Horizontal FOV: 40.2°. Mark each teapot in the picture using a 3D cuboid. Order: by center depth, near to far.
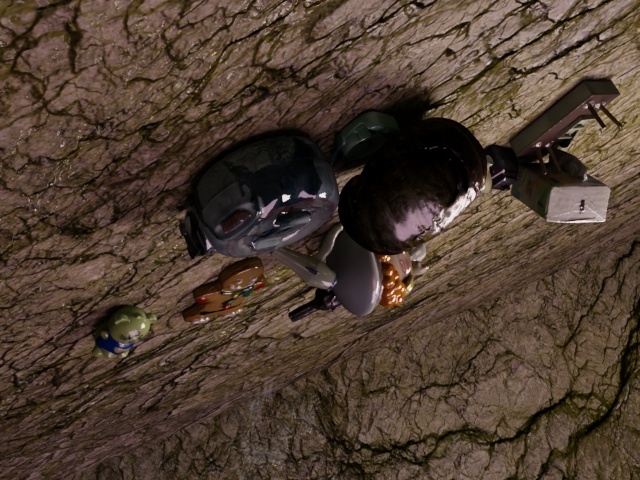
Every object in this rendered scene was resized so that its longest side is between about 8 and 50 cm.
[{"bbox_3d":[0.423,-0.161,2.080,0.087,0.096,0.177,-35,160,29],"label":"teapot"}]

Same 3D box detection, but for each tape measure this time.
[{"bbox_3d":[-0.097,-0.067,1.573,0.256,0.147,0.275,-13,160,-35],"label":"tape measure"}]

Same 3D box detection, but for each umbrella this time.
[{"bbox_3d":[0.058,0.144,2.458,0.340,0.118,0.118,-30,162,15],"label":"umbrella"}]

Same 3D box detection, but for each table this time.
[{"bbox_3d":[0.572,-0.250,2.000,0.121,0.111,0.240,-10,157,-41],"label":"table"}]

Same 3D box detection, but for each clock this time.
[{"bbox_3d":[0.076,-0.187,1.629,0.135,0.041,0.101,-36,159,32],"label":"clock"}]

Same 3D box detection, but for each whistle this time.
[{"bbox_3d":[-0.462,0.216,1.998,0.105,0.085,0.227,5,147,-42],"label":"whistle"}]

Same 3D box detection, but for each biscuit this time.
[{"bbox_3d":[-0.224,0.129,2.136,0.196,0.049,0.301,-15,159,-36],"label":"biscuit"}]

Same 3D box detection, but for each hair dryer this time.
[{"bbox_3d":[-0.021,0.002,2.012,0.167,0.199,0.067,15,-177,-7],"label":"hair dryer"}]

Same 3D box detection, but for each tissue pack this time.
[{"bbox_3d":[0.592,-0.145,2.160,0.159,0.145,0.229,0,-161,-9],"label":"tissue pack"}]

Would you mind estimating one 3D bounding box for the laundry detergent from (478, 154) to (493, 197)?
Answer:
[{"bbox_3d":[0.291,-0.119,1.980,0.181,0.091,0.253,16,143,-37],"label":"laundry detergent"}]

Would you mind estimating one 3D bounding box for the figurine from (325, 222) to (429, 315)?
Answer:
[{"bbox_3d":[0.155,0.074,2.192,0.205,0.225,0.381,-31,162,30],"label":"figurine"}]

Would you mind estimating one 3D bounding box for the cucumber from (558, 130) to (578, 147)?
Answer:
[{"bbox_3d":[0.611,-0.268,2.133,0.032,0.032,0.133,-23,161,-8],"label":"cucumber"}]

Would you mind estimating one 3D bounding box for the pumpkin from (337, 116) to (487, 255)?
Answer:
[{"bbox_3d":[0.176,-0.100,1.679,0.320,0.192,0.320,-40,179,-1],"label":"pumpkin"}]
